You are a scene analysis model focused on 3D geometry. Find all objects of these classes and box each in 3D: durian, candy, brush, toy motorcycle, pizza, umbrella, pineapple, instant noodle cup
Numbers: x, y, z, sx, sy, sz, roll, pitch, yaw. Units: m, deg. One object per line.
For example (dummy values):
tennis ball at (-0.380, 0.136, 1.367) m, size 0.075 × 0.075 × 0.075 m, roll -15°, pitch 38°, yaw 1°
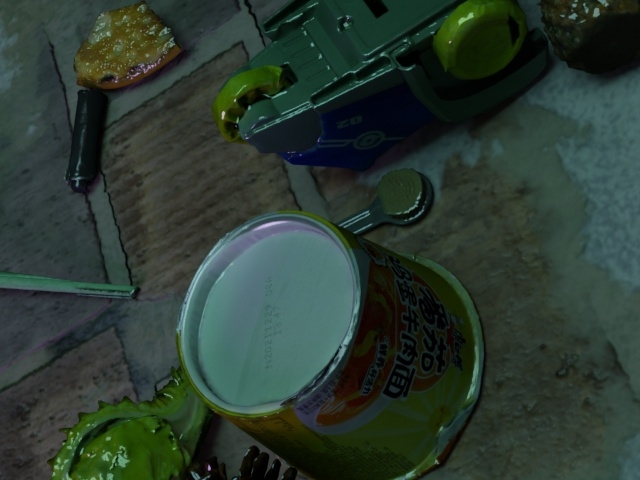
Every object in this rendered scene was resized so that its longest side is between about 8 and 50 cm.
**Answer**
durian at (-0.201, 0.237, 1.718) m, size 0.132 × 0.106 × 0.375 m, roll 18°, pitch 66°, yaw 33°
candy at (-0.354, 0.046, 1.972) m, size 0.335 × 0.093 × 0.092 m, roll 4°, pitch 115°, yaw 25°
brush at (0.000, 0.000, 1.778) m, size 0.266 × 0.027 × 0.062 m, roll -29°, pitch 56°, yaw 20°
toy motorcycle at (0.054, -0.174, 1.729) m, size 0.326 × 0.200 × 0.191 m, roll -33°, pitch 54°, yaw 3°
pizza at (-0.230, -0.231, 2.026) m, size 0.160 × 0.036 × 0.099 m, roll -14°, pitch 63°, yaw 27°
umbrella at (-0.278, -0.120, 2.010) m, size 0.036 × 0.031 × 0.133 m, roll -9°, pitch 66°, yaw 32°
pineapple at (0.257, -0.254, 1.685) m, size 0.108 × 0.108 × 0.198 m, roll -34°, pitch 45°, yaw 16°
instant noodle cup at (-0.001, 0.097, 1.627) m, size 0.264 × 0.200 × 0.264 m, roll -15°, pitch 61°, yaw 29°

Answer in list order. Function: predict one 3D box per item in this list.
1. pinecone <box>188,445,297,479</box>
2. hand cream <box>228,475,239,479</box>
pinecone at (-0.063, 0.287, 1.574) m, size 0.207 × 0.208 × 0.208 m, roll -14°, pitch 63°, yaw 28°
hand cream at (-0.175, 0.330, 1.735) m, size 0.270 × 0.061 × 0.120 m, roll -20°, pitch 55°, yaw 15°
